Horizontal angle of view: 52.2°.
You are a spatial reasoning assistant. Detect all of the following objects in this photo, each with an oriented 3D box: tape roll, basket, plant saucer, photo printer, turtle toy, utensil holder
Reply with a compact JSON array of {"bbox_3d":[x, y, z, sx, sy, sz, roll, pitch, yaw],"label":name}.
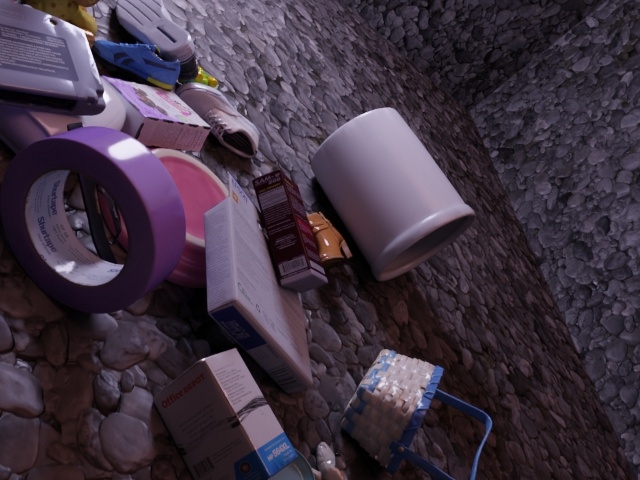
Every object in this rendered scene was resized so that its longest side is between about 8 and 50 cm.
[{"bbox_3d":[-0.346,-0.030,0.996,0.275,0.274,0.090,50,28,-3],"label":"tape roll"},{"bbox_3d":[0.210,0.377,1.381,0.288,0.201,0.254,25,25,17],"label":"basket"},{"bbox_3d":[-0.057,0.425,1.159,0.119,0.021,0.119,35,33,-27],"label":"plant saucer"},{"bbox_3d":[-0.519,-0.276,1.201,0.307,0.107,0.256,47,29,-9],"label":"photo printer"},{"bbox_3d":[-0.314,-0.406,1.687,0.130,0.066,0.095,15,22,-51],"label":"turtle toy"},{"bbox_3d":[0.197,-0.133,1.853,0.327,0.327,0.386,-4,59,-57],"label":"utensil holder"},{"bbox_3d":[-0.282,-0.063,1.328,0.332,0.084,0.332,35,33,-28],"label":"plant saucer"}]

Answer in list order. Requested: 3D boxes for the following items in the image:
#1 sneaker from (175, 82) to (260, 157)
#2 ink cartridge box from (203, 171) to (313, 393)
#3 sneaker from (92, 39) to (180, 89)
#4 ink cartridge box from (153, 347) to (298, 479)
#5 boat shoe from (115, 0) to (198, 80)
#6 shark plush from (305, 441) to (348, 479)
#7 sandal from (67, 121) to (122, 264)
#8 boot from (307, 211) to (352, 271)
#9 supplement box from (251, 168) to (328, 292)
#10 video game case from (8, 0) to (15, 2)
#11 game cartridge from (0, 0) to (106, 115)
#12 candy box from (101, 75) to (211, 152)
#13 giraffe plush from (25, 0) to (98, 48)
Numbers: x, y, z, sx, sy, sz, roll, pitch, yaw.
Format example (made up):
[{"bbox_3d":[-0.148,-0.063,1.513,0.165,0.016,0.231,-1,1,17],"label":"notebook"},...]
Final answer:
[{"bbox_3d":[-0.247,-0.298,1.633,0.258,0.094,0.091,30,31,-35],"label":"sneaker"},{"bbox_3d":[-0.123,0.086,1.290,0.324,0.071,0.330,56,16,-45],"label":"ink cartridge box"},{"bbox_3d":[-0.416,-0.422,1.490,0.209,0.082,0.069,26,21,1],"label":"sneaker"},{"bbox_3d":[-0.153,0.295,1.035,0.085,0.148,0.203,-11,67,-57],"label":"ink cartridge box"},{"bbox_3d":[-0.408,-0.500,1.616,0.335,0.121,0.119,51,-19,34],"label":"boat shoe"},{"bbox_3d":[0.042,0.458,1.237,0.161,0.073,0.067,50,-2,6],"label":"shark plush"},{"bbox_3d":[-0.374,-0.075,1.109,0.054,0.097,0.255,-13,99,-21],"label":"sandal"},{"bbox_3d":[0.000,0.000,1.679,0.152,0.073,0.197,57,17,6],"label":"boot"},{"bbox_3d":[-0.065,-0.018,1.390,0.130,0.073,0.240,38,33,-70],"label":"supplement box"},{"bbox_3d":[-0.553,-0.518,1.256,0.025,0.285,0.204,55,21,-39],"label":"video game case"},{"bbox_3d":[-0.519,-0.313,1.085,0.297,0.062,0.198,-1,57,-49],"label":"game cartridge"},{"bbox_3d":[-0.362,-0.270,1.412,0.165,0.070,0.196,42,23,25],"label":"candy box"},{"bbox_3d":[-0.541,-0.523,1.385,0.210,0.170,0.182,-7,63,-57],"label":"giraffe plush"}]
